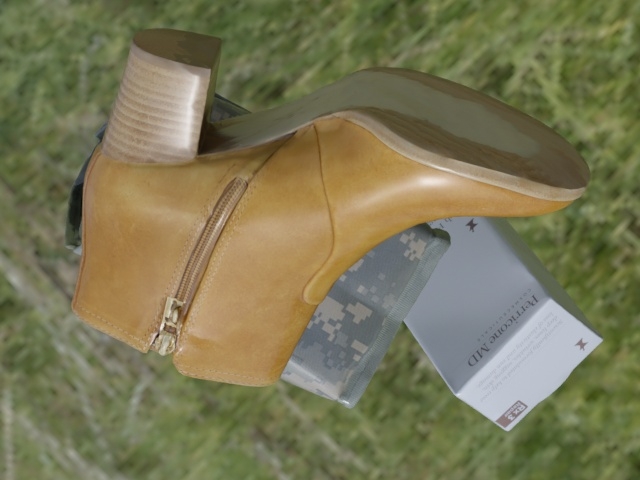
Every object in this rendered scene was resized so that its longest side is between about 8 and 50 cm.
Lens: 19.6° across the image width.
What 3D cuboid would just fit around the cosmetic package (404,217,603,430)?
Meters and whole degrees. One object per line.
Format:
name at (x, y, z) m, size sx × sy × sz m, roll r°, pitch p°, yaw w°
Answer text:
cosmetic package at (0.127, 0.040, 1.579) m, size 0.085 × 0.117 × 0.231 m, roll 36°, pitch -168°, yaw -38°

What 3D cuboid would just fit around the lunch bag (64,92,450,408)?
lunch bag at (-0.063, -0.009, 1.407) m, size 0.235 × 0.169 × 0.287 m, roll 31°, pitch 177°, yaw -13°

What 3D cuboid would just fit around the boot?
boot at (-0.001, 0.000, 1.132) m, size 0.295 × 0.104 × 0.211 m, roll 15°, pitch 119°, yaw 5°
